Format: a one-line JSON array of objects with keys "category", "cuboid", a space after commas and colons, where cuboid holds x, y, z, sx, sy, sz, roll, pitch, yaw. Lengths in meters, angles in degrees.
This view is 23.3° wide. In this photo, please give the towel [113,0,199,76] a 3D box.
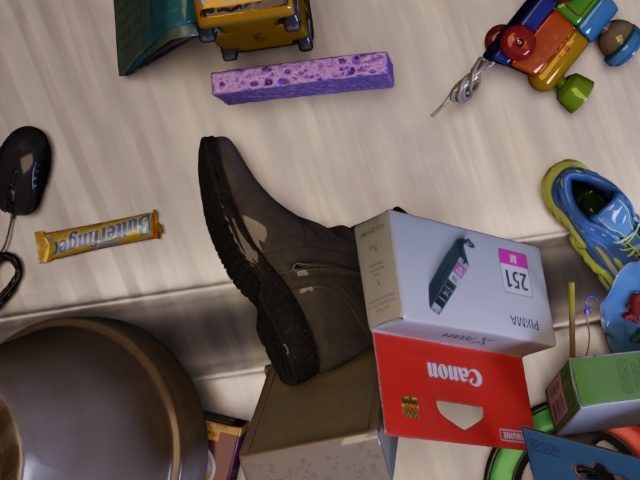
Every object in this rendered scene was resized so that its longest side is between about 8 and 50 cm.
[{"category": "towel", "cuboid": [-0.201, -0.393, 1.801, 0.040, 0.271, 0.370, -3, 88, -21]}]

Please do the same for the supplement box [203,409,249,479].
[{"category": "supplement box", "cuboid": [-0.159, 0.300, 1.873, 0.104, 0.081, 0.188, 13, 91, 4]}]

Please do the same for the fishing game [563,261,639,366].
[{"category": "fishing game", "cuboid": [0.418, 0.086, 1.805, 0.264, 0.041, 0.189, -3, 125, -1]}]

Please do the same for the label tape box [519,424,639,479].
[{"category": "label tape box", "cuboid": [0.365, 0.355, 1.698, 0.106, 0.241, 0.333, -22, 107, -32]}]

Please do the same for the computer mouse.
[{"category": "computer mouse", "cuboid": [-0.388, -0.025, 1.913, 0.071, 0.041, 0.242, 14, 91, 8]}]

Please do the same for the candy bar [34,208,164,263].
[{"category": "candy bar", "cuboid": [-0.273, -0.006, 1.917, 0.162, 0.018, 0.040, -11, 89, 5]}]

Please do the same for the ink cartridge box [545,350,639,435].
[{"category": "ink cartridge box", "cuboid": [0.378, 0.171, 1.797, 0.209, 0.109, 0.062, -5, 66, -10]}]

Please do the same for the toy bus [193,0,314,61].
[{"category": "toy bus", "cuboid": [-0.073, -0.279, 1.746, 0.108, 0.333, 0.130, -7, 90, 4]}]

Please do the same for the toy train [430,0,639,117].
[{"category": "toy train", "cuboid": [0.261, -0.201, 1.844, 0.143, 0.105, 0.248, 38, 92, -9]}]

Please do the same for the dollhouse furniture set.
[{"category": "dollhouse furniture set", "cuboid": [0.048, 0.354, 1.811, 0.362, 0.256, 0.394, -12, 107, 11]}]

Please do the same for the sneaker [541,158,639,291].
[{"category": "sneaker", "cuboid": [0.349, 0.004, 1.814, 0.240, 0.126, 0.091, 45, 93, 4]}]

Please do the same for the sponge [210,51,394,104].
[{"category": "sponge", "cuboid": [-0.019, -0.193, 1.849, 0.210, 0.117, 0.031, -6, 88, 5]}]

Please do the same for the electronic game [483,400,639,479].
[{"category": "electronic game", "cuboid": [0.309, 0.301, 1.853, 0.229, 0.048, 0.229, 0, 89, 5]}]

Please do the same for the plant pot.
[{"category": "plant pot", "cuboid": [-0.334, 0.240, 1.745, 0.323, 0.280, 0.323, -3, 84, 25]}]

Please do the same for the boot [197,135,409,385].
[{"category": "boot", "cuboid": [0.000, 0.000, 1.855, 0.223, 0.118, 0.338, -20, 71, -16]}]

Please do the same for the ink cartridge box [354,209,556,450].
[{"category": "ink cartridge box", "cuboid": [0.163, 0.106, 1.738, 0.060, 0.275, 0.238, -26, 64, 39]}]
